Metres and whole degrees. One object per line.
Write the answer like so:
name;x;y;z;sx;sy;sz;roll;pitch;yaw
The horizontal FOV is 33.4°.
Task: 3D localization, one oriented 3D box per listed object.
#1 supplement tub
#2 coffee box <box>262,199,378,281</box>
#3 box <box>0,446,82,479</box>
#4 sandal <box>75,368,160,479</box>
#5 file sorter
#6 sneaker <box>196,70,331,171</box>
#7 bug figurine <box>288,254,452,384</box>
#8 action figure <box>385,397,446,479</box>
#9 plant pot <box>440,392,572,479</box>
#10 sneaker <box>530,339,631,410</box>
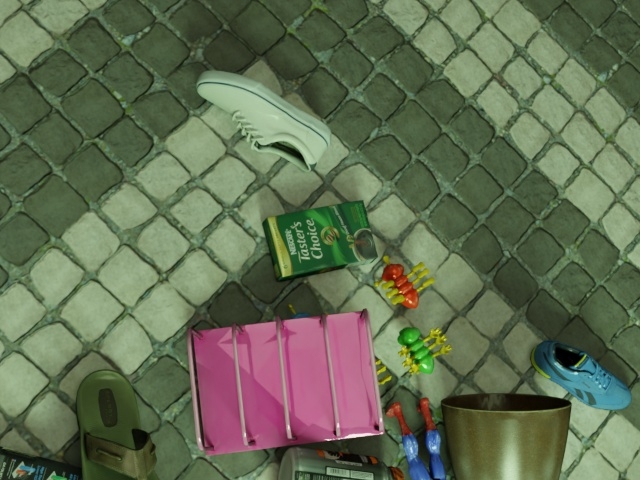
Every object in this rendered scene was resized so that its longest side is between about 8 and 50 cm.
supplement tub;0.032;0.399;1.717;0.190;0.117;0.117;11;72;-15
coffee box;0.000;0.000;1.858;0.184;0.040;0.113;-10;78;-19
box;-0.420;0.469;1.559;0.293;0.073;0.295;17;60;-12
sandal;-0.303;0.313;1.602;0.120;0.086;0.303;-4;52;-30
file sorter;-0.053;0.218;1.659;0.290;0.182;0.202;-7;81;-1
sneaker;-0.103;-0.207;1.856;0.258;0.094;0.091;26;65;-9
bug figurine;0.084;0.160;1.821;0.279;0.072;0.216;-26;77;-16
action figure;0.179;0.420;1.781;0.091;0.139;0.280;-7;55;-15
plant pot;0.310;0.382;1.775;0.215;0.215;0.230;-1;89;-17
sneaker;0.479;0.243;1.915;0.209;0.082;0.069;30;67;-9
